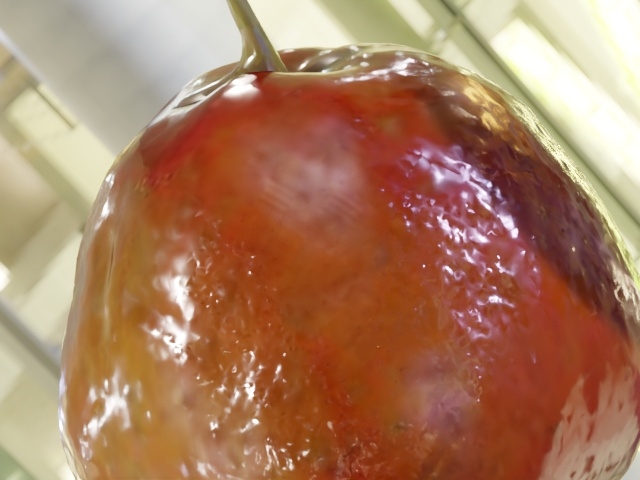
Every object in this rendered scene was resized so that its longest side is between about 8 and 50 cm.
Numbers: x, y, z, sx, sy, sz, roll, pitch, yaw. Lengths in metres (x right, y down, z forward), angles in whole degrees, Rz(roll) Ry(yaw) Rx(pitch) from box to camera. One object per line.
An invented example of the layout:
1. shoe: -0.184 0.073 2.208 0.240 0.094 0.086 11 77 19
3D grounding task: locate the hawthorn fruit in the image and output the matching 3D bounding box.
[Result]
1. hawthorn fruit: 0.009 0.013 0.401 0.125 0.125 0.140 -152 -105 -74
